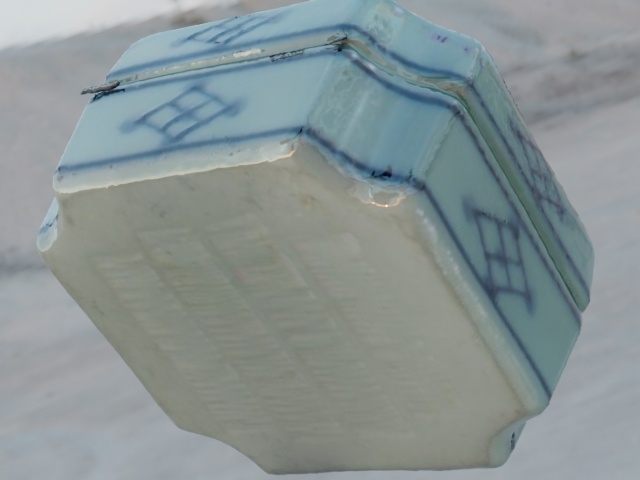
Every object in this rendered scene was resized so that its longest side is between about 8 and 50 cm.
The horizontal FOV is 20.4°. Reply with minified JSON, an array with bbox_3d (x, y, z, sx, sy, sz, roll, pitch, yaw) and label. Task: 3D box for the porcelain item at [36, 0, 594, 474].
[{"bbox_3d":[0.000,0.000,1.064,0.281,0.286,0.157,-7,42,36],"label":"porcelain item"}]
